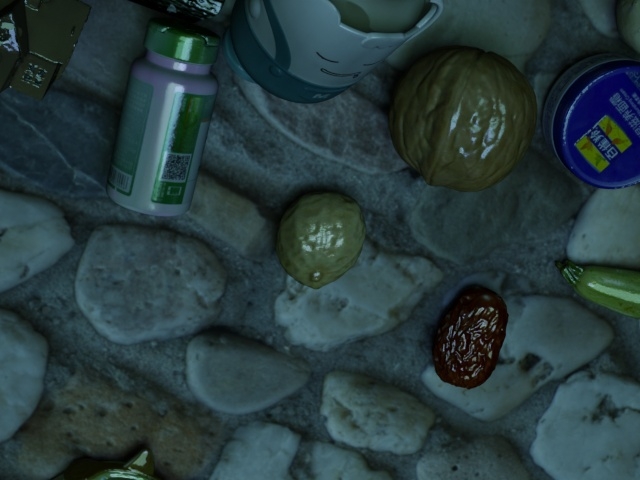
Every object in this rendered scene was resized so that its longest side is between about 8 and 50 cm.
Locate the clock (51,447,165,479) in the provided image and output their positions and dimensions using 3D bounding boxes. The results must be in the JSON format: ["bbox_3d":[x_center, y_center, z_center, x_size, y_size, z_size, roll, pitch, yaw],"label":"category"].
[{"bbox_3d":[-0.370,0.517,1.766,0.348,0.117,0.286,-43,113,7],"label":"clock"}]

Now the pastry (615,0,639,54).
[{"bbox_3d":[0.541,-0.360,1.611,0.156,0.092,0.156,-4,115,-8],"label":"pastry"}]

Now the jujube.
[{"bbox_3d":[0.258,0.165,1.760,0.112,0.109,0.176,4,106,-51],"label":"jujube"}]

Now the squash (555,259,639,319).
[{"bbox_3d":[0.513,0.076,1.791,0.224,0.094,0.094,16,108,-8],"label":"squash"}]

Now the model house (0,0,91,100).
[{"bbox_3d":[-0.402,-0.332,1.383,0.181,0.176,0.248,23,113,-16],"label":"model house"}]

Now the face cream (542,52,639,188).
[{"bbox_3d":[0.465,-0.194,1.650,0.206,0.111,0.206,-4,112,-9],"label":"face cream"}]

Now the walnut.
[{"bbox_3d":[0.213,-0.183,1.557,0.228,0.228,0.228,-4,112,-9],"label":"walnut"}]

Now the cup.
[{"bbox_3d":[0.032,-0.321,1.431,0.290,0.257,0.219,-6,74,-32],"label":"cup"}]

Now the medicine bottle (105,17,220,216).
[{"bbox_3d":[-0.227,-0.183,1.509,0.133,0.133,0.274,10,110,-15],"label":"medicine bottle"}]

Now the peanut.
[{"bbox_3d":[0.000,0.000,1.637,0.141,0.109,0.159,7,106,1],"label":"peanut"}]

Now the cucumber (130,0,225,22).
[{"bbox_3d":[-0.254,-0.374,1.462,0.241,0.074,0.074,17,107,-12],"label":"cucumber"}]
